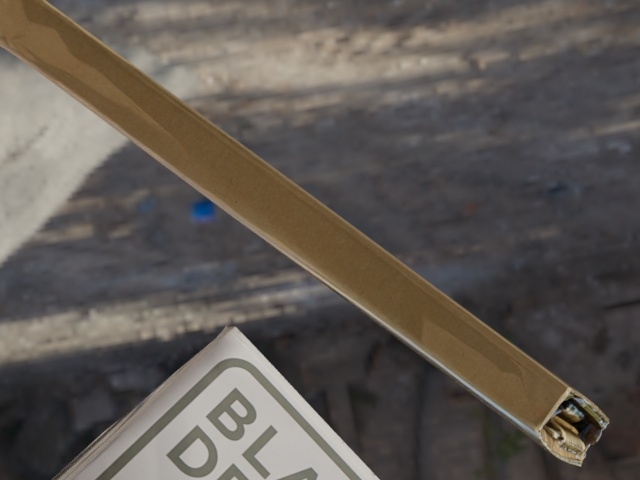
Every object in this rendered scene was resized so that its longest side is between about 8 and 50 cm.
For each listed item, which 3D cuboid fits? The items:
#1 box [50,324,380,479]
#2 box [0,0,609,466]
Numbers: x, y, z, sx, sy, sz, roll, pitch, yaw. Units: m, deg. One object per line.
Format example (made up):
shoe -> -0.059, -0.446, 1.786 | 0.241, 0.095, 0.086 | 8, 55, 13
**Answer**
box -> -0.070, 0.173, 0.371 | 0.290, 0.169, 0.087 | -42, 178, -35
box -> 0.000, 0.000, 0.532 | 0.021, 0.201, 0.164 | -53, 164, 1
